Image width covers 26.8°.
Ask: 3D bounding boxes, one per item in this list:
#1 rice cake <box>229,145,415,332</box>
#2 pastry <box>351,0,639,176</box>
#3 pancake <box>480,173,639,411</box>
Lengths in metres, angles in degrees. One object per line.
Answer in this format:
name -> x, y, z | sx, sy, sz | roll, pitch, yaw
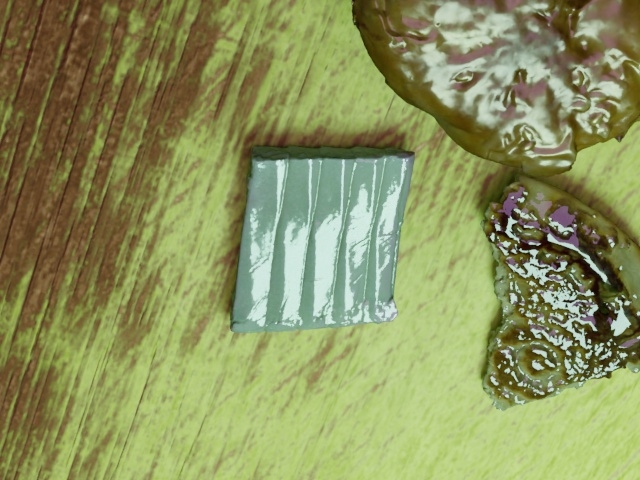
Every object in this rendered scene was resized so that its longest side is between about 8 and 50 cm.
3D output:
rice cake -> 0.000, 0.000, 1.362 | 0.189, 0.037, 0.198 | -2, 113, -5
pastry -> 0.174, -0.213, 1.223 | 0.255, 0.162, 0.311 | -42, 112, 14
pancake -> 0.239, 0.073, 1.422 | 0.266, 0.057, 0.244 | 33, 115, -13
